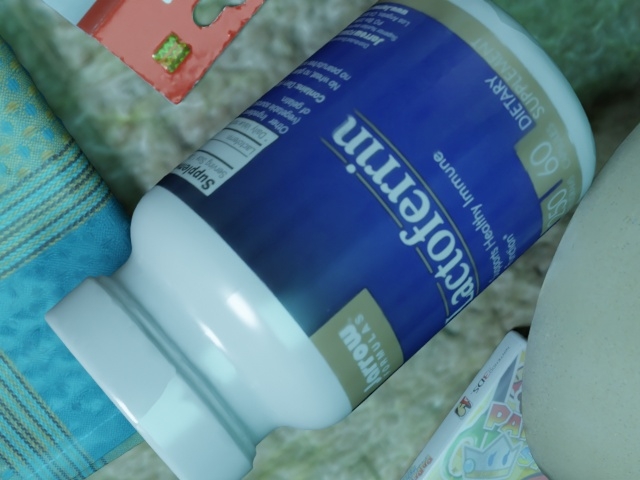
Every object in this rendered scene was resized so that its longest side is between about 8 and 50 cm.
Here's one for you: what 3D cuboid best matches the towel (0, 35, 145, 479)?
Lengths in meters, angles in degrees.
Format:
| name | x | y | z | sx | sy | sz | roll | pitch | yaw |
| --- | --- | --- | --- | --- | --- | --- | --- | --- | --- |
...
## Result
| name | x | y | z | sx | sy | sz | roll | pitch | yaw |
| --- | --- | --- | --- | --- | --- | --- | --- | --- | --- |
| towel | -0.250 | 0.007 | 0.561 | 0.271 | 0.040 | 0.370 | -34 | 113 | -6 |

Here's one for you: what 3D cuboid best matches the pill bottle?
| name | x | y | z | sx | sy | sz | roll | pitch | yaw |
| --- | --- | --- | --- | --- | --- | --- | --- | --- | --- |
| pill bottle | 0.000 | 0.000 | 0.558 | 0.264 | 0.153 | 0.153 | -42 | 116 | -12 |

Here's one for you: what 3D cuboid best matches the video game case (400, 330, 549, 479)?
| name | x | y | z | sx | sy | sz | roll | pitch | yaw |
| --- | --- | --- | --- | --- | --- | --- | --- | --- | --- |
| video game case | 0.156 | 0.200 | 0.770 | 0.227 | 0.026 | 0.206 | 33 | 95 | -25 |

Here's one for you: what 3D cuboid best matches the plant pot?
| name | x | y | z | sx | sy | sz | roll | pitch | yaw |
| --- | --- | --- | --- | --- | --- | --- | --- | --- | --- |
| plant pot | 0.281 | 0.063 | 0.622 | 0.284 | 0.191 | 0.284 | -21 | 123 | -36 |

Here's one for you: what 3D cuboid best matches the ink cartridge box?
| name | x | y | z | sx | sy | sz | roll | pitch | yaw |
| --- | --- | --- | --- | --- | --- | --- | --- | --- | --- |
| ink cartridge box | -0.094 | -0.172 | 0.548 | 0.179 | 0.045 | 0.145 | 39 | 93 | -23 |
